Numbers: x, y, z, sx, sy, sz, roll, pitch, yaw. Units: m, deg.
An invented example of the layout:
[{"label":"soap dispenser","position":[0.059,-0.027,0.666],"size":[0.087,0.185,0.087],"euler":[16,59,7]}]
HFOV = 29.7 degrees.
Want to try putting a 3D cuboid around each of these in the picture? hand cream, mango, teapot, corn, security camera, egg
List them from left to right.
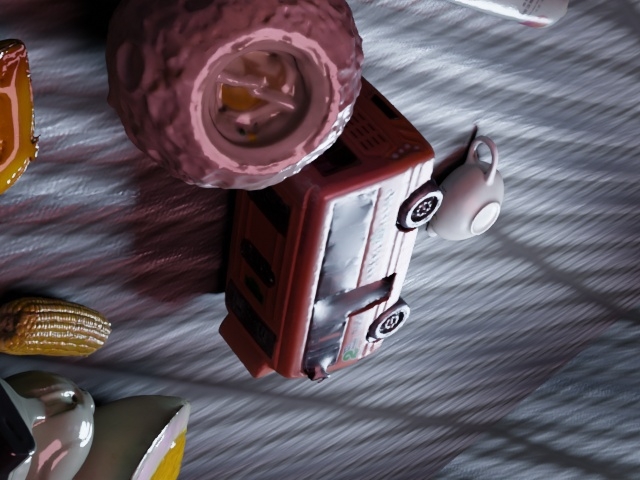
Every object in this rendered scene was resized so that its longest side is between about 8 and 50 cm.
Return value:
[{"label":"mango","position":[-0.324,-0.113,1.165],"size":[0.101,0.066,0.187],"euler":[-7,131,-39]},{"label":"security camera","position":[-0.392,0.240,1.450],"size":[0.191,0.197,0.277],"euler":[-44,162,14]},{"label":"corn","position":[-0.328,0.108,1.469],"size":[0.085,0.063,0.165],"euler":[-52,152,9]},{"label":"egg","position":[-0.304,0.320,1.705],"size":[0.286,0.174,0.264],"euler":[-53,167,-55]},{"label":"teapot","position":[0.247,-0.071,1.992],"size":[0.145,0.092,0.226],"euler":[-18,140,-43]},{"label":"hand cream","position":[0.241,-0.349,1.617],"size":[0.341,0.078,0.124],"euler":[6,126,-51]}]

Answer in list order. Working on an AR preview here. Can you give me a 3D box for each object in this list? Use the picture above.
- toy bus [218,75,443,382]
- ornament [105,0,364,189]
[{"label":"toy bus","position":[0.000,0.000,1.627],"size":[0.233,0.203,0.426],"euler":[-23,145,-28]},{"label":"ornament","position":[-0.090,-0.179,1.208],"size":[0.260,0.225,0.259],"euler":[-10,123,-16]}]
